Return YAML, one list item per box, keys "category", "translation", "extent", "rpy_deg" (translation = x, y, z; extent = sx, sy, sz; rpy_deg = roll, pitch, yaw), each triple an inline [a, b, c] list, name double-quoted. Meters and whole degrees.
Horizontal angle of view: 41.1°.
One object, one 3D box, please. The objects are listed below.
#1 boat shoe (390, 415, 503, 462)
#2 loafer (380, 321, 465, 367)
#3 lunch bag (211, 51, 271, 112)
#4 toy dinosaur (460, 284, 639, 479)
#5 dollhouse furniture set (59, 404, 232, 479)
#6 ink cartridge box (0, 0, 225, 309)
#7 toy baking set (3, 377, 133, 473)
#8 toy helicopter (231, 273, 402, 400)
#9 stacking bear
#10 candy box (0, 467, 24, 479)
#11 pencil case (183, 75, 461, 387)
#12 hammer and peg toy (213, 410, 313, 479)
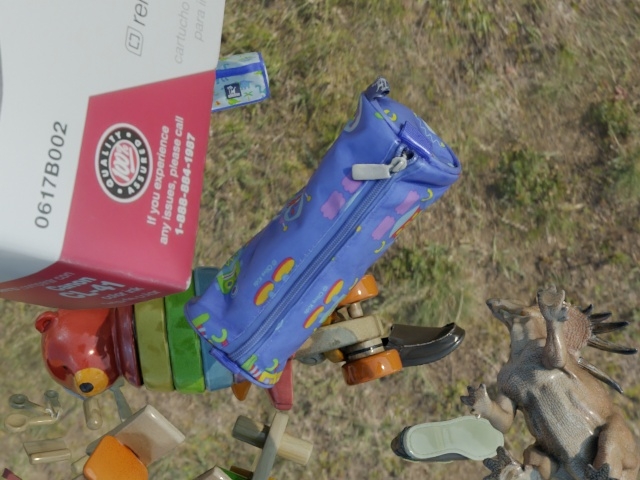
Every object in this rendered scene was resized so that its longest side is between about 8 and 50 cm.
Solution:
- category: "boat shoe"
  translation: [0.237, 0.372, 1.589]
  extent: [0.227, 0.081, 0.068]
  rpy_deg: [7, 158, -28]
- category: "loafer"
  translation: [0.153, 0.187, 1.548]
  extent: [0.219, 0.080, 0.078]
  rpy_deg: [-19, 97, 8]
- category: "lunch bag"
  translation: [-0.157, -0.283, 1.507]
  extent: [0.128, 0.151, 0.096]
  rpy_deg: [-13, 89, -2]
- category: "toy dinosaur"
  translation: [0.237, 0.160, 0.793]
  extent: [0.127, 0.296, 0.200]
  rpy_deg: [-29, 154, 30]
- category: "dollhouse furniture set"
  translation: [-0.106, 0.275, 0.582]
  extent: [0.135, 0.262, 0.259]
  rpy_deg: [-36, 104, 31]
- category: "ink cartridge box"
  translation: [-0.197, -0.107, 0.364]
  extent: [0.131, 0.226, 0.306]
  rpy_deg: [-7, 162, 43]
- category: "toy baking set"
  translation: [-0.370, 0.267, 1.333]
  extent: [0.196, 0.256, 0.030]
  rpy_deg: [30, 118, 24]
- category: "toy helicopter"
  translation: [-0.020, 0.162, 1.293]
  extent: [0.234, 0.355, 0.140]
  rpy_deg: [-17, 83, -3]
- category: "stacking bear"
  translation: [-0.185, 0.116, 1.017]
  extent: [0.288, 0.164, 0.175]
  rpy_deg: [-6, 137, -9]
- category: "candy box"
  translation: [-0.362, 0.342, 0.927]
  extent: [0.109, 0.053, 0.186]
  rpy_deg: [41, 107, -19]
- category: "pencil case"
  translation: [0.000, 0.000, 0.802]
  extent: [0.119, 0.133, 0.306]
  rpy_deg: [40, 103, -4]
- category: "hammer and peg toy"
  translation: [-0.135, 0.450, 1.215]
  extent: [0.127, 0.361, 0.266]
  rpy_deg: [22, 127, -1]
